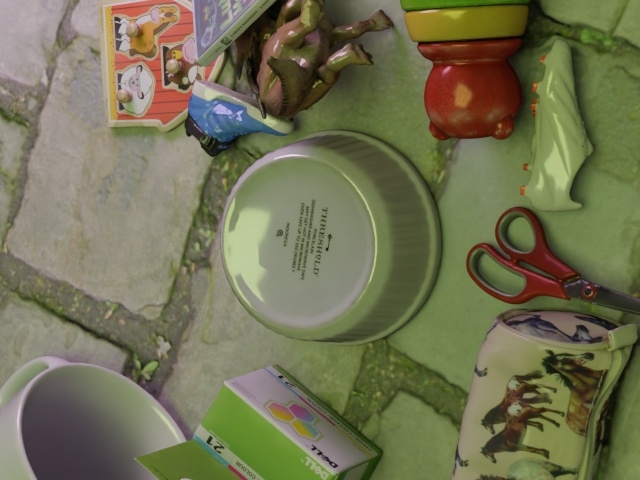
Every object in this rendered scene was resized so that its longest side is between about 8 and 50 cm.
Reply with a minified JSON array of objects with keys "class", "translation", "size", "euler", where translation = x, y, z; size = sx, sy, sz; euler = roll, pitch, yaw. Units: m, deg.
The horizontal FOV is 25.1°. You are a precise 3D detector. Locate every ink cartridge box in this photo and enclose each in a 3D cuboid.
[{"class":"ink cartridge box","translation":[-0.069,0.259,1.728],"size":[0.189,0.255,0.097],"euler":[37,109,20]}]

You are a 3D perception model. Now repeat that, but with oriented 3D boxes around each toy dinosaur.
[{"class":"toy dinosaur","translation":[-0.035,-0.205,1.701],"size":[0.127,0.296,0.200],"euler":[42,116,-13]}]

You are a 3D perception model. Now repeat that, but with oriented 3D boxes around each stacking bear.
[{"class":"stacking bear","translation":[0.168,-0.258,1.632],"size":[0.175,0.164,0.289],"euler":[0,98,27]}]

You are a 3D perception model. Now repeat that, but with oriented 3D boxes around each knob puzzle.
[{"class":"knob puzzle","translation":[-0.212,-0.239,1.893],"size":[0.213,0.030,0.213],"euler":[2,94,27]}]

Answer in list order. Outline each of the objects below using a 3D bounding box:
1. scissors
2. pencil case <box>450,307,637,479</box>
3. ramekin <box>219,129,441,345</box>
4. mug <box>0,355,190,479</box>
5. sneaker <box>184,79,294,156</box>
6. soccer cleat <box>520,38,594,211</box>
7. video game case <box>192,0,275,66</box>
[{"class":"scissors","translation":[0.285,0.062,1.619],"size":[0.297,0.021,0.109],"euler":[37,98,38]},{"class":"pencil case","translation":[0.239,0.271,1.623],"size":[0.183,0.160,0.410],"euler":[17,101,34]},{"class":"ramekin","translation":[0.000,0.000,1.747],"size":[0.273,0.127,0.273],"euler":[2,94,28]},{"class":"mug","translation":[-0.372,0.325,1.910],"size":[0.328,0.276,0.374],"euler":[-43,44,30]},{"class":"sneaker","translation":[-0.107,-0.141,1.831],"size":[0.152,0.058,0.085],"euler":[23,106,21]},{"class":"soccer cleat","translation":[0.275,-0.129,1.636],"size":[0.076,0.068,0.196],"euler":[7,99,12]},{"class":"video game case","translation":[-0.100,-0.332,1.763],"size":[0.173,0.022,0.190],"euler":[-39,43,35]}]
